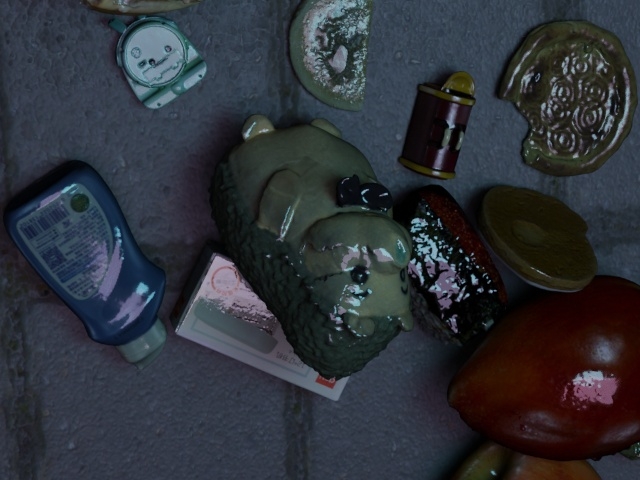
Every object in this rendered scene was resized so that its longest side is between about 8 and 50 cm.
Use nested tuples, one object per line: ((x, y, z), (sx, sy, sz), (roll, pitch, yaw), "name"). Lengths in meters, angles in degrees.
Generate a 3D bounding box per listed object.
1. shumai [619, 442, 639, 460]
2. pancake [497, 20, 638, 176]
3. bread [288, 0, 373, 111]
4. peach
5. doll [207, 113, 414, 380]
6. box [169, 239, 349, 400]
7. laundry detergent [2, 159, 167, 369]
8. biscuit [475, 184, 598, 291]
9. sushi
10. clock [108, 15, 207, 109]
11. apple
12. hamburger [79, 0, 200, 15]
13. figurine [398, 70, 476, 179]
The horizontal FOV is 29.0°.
((0.504, 0.308, 1.940), (0.082, 0.083, 0.080), (-29, 144, 23), "shumai")
((0.361, -0.205, 1.786), (0.212, 0.029, 0.235), (-35, 111, -4), "pancake")
((0.013, -0.273, 1.681), (0.112, 0.036, 0.193), (2, 103, -13), "bread")
((0.359, 0.166, 1.725), (0.361, 0.201, 0.258), (-6, 61, -21), "peach")
((0.000, 0.000, 1.585), (0.247, 0.350, 0.247), (-15, 151, -8), "doll")
((-0.064, 0.112, 1.735), (0.269, 0.079, 0.135), (25, 97, -18), "box")
((-0.295, 0.042, 1.661), (0.143, 0.094, 0.290), (-35, 112, -10), "laundry detergent")
((0.300, 0.001, 1.739), (0.181, 0.208, 0.049), (15, 127, -16), "biscuit")
((0.162, 0.039, 1.744), (0.126, 0.136, 0.225), (-33, 104, -13), "sushi")
((-0.222, -0.247, 1.626), (0.101, 0.041, 0.135), (-36, 109, -3), "clock")
((0.311, 0.414, 1.823), (0.242, 0.242, 0.241), (-39, 111, -2), "apple")
((-0.098, -0.463, 1.468), (0.287, 0.268, 0.446), (15, 79, -33), "hamburger")
((0.173, -0.160, 1.716), (0.082, 0.098, 0.154), (12, 103, -12), "figurine")
